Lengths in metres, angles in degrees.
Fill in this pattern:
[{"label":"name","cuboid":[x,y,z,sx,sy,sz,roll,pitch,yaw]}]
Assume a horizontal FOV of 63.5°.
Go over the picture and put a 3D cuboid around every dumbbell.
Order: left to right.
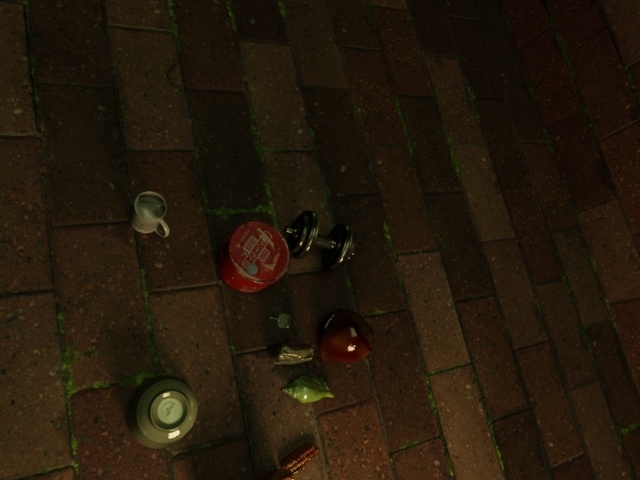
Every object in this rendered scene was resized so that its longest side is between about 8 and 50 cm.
[{"label":"dumbbell","cuboid":[0.000,0.000,1.892,0.289,0.192,0.192,19,65,-22]}]

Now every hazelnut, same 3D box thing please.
[{"label":"hazelnut","cuboid":[0.082,0.348,1.826,0.208,0.208,0.208,10,68,-25]}]

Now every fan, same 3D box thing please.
[{"label":"fan","cuboid":[-0.142,0.280,1.826,0.083,0.004,0.056,17,65,-21]}]

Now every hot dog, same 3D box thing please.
[{"label":"hot dog","cuboid":[-0.063,0.715,1.691,0.144,0.038,0.062,-23,84,-32]}]

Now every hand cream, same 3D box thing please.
[{"label":"hand cream","cuboid":[-0.232,0.060,1.775,0.230,0.149,0.230,10,66,-23]}]

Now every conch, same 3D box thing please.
[{"label":"conch","cuboid":[-0.043,0.503,1.759,0.200,0.079,0.095,6,55,-44]}]

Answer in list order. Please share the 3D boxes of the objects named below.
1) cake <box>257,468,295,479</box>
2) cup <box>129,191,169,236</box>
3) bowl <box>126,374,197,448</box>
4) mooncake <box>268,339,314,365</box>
[{"label":"cake","cuboid":[-0.193,0.752,1.542,0.262,0.158,0.160,20,60,-19]},{"label":"cup","cuboid":[-0.551,-0.072,1.661,0.099,0.133,0.136,-11,78,-31]},{"label":"bowl","cuboid":[-0.453,0.502,1.522,0.211,0.112,0.212,10,69,-27]},{"label":"mooncake","cuboid":[-0.102,0.375,1.742,0.129,0.125,0.073,10,63,-28]}]
